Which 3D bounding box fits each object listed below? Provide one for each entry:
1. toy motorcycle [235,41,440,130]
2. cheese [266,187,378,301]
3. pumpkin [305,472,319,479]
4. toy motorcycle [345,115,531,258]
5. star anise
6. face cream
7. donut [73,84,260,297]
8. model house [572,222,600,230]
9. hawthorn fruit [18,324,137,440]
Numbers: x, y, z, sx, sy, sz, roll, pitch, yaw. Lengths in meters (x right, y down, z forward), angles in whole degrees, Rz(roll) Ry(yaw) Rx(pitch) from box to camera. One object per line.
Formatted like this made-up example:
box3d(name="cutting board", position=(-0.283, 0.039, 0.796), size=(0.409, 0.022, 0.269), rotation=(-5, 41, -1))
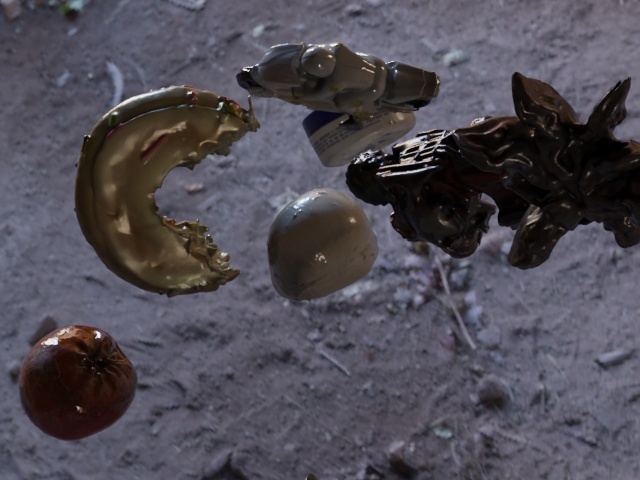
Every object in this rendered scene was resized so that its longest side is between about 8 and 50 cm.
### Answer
box3d(name="toy motorcycle", position=(0.017, -0.178, 1.186), size=(0.229, 0.151, 0.074), rotation=(8, 81, 1))
box3d(name="cheese", position=(0.000, 0.000, 1.810), size=(0.198, 0.189, 0.154), rotation=(-28, 68, -12))
box3d(name="pumpkin", position=(-0.011, 0.278, 1.123), size=(0.028, 0.083, 0.050), rotation=(23, 56, 9))
box3d(name="toy motorcycle", position=(0.226, -0.070, 1.450), size=(0.401, 0.207, 0.134), rotation=(-15, 30, 40))
box3d(name="star anise", position=(0.264, -0.066, 1.075), size=(0.212, 0.282, 0.129), rotation=(-6, 46, 35))
box3d(name="face cream", position=(0.077, -0.222, 2.051), size=(0.206, 0.206, 0.111), rotation=(-27, 85, 3))
box3d(name="donut", position=(-0.277, -0.091, 1.886), size=(0.307, 0.371, 0.150), rotation=(5, 15, -13))
box3d(name="model house", position=(0.399, -0.086, 1.687), size=(0.165, 0.152, 0.106), rotation=(-53, 27, -21))
box3d(name="hawthorn fruit", position=(-0.360, 0.210, 1.567), size=(0.173, 0.173, 0.173), rotation=(-11, 54, 15))
